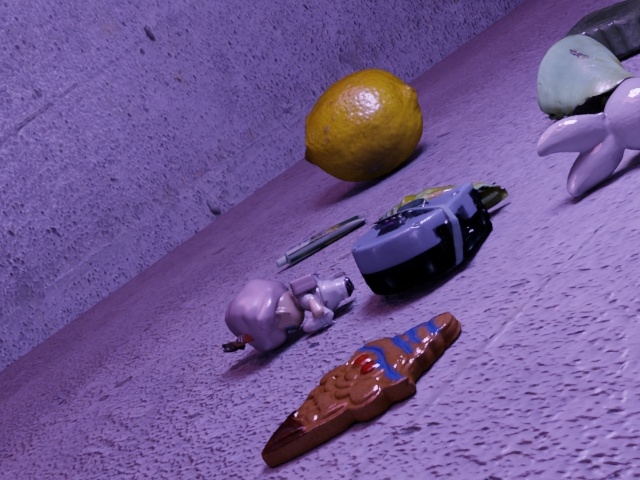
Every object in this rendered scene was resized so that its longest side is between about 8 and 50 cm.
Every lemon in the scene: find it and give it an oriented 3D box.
[{"bbox_3d":[0.098,-0.262,2.262,0.310,0.253,0.253,-32,10,20],"label":"lemon"}]

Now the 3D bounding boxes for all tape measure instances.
[{"bbox_3d":[0.136,0.001,1.389,0.182,0.107,0.181,-23,7,27],"label":"tape measure"}]

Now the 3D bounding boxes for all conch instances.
[{"bbox_3d":[0.183,-0.047,1.506,0.201,0.079,0.095,-26,-19,33],"label":"conch"},{"bbox_3d":[0.459,-0.267,1.697,0.143,0.137,0.250,-5,34,2],"label":"conch"}]

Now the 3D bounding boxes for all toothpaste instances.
[{"bbox_3d":[0.000,0.000,1.949,0.204,0.031,0.049,-29,13,6],"label":"toothpaste"}]

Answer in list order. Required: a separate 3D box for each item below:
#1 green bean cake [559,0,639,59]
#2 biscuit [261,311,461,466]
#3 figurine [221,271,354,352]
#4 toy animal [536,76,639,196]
[{"bbox_3d":[0.610,-0.432,1.996,0.185,0.094,0.183,-20,16,46],"label":"green bean cake"},{"bbox_3d":[0.046,0.165,1.117,0.280,0.043,0.183,-31,8,-12],"label":"biscuit"},{"bbox_3d":[-0.059,0.104,1.481,0.229,0.112,0.137,-20,8,9],"label":"figurine"},{"bbox_3d":[0.410,-0.156,1.318,0.221,0.103,0.131,-27,14,23],"label":"toy animal"}]
